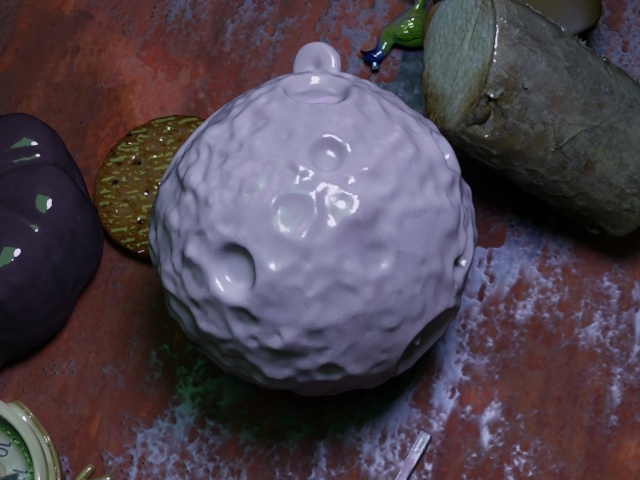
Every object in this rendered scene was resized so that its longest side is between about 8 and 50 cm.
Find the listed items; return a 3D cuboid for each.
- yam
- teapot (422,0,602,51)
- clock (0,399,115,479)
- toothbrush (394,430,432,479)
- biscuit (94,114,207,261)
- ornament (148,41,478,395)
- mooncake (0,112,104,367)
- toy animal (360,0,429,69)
[{"bbox_3d":[0.242,-0.131,1.806,0.304,0.168,0.168,30,67,-19],"label":"yam"},{"bbox_3d":[0.217,-0.239,1.931,0.267,0.175,0.185,-26,20,-33],"label":"teapot"},{"bbox_3d":[-0.373,0.273,1.799,0.308,0.096,0.235,12,65,12],"label":"clock"},{"bbox_3d":[0.066,0.282,1.785,0.014,0.017,0.194,24,69,18],"label":"toothbrush"},{"bbox_3d":[-0.167,-0.058,1.971,0.187,0.027,0.188,-3,65,6],"label":"biscuit"},{"bbox_3d":[0.000,0.000,1.754,0.337,0.337,0.337,-3,64,6],"label":"ornament"},{"bbox_3d":[-0.396,-0.005,1.899,0.306,0.154,0.306,-5,61,9],"label":"mooncake"},{"bbox_3d":[0.140,-0.278,2.028,0.216,0.041,0.075,-27,89,-8],"label":"toy animal"}]
